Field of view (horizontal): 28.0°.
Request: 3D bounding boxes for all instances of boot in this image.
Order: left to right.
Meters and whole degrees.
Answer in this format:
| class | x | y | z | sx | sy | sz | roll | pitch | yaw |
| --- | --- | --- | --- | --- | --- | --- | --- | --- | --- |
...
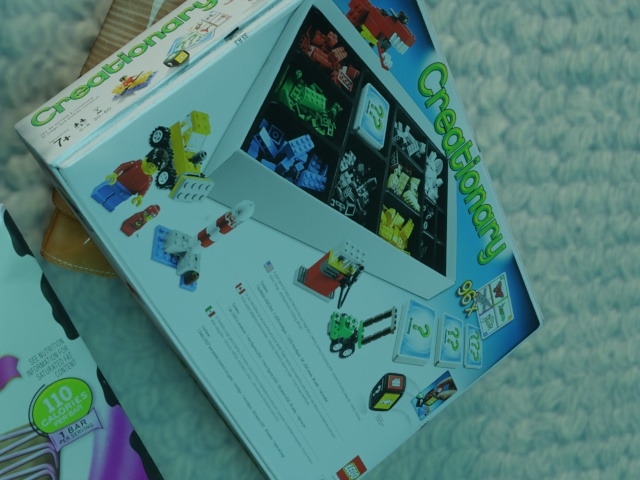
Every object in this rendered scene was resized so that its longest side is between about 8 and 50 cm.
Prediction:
| class | x | y | z | sx | sy | sz | roll | pitch | yaw |
| --- | --- | --- | --- | --- | --- | --- | --- | --- | --- |
| boot | -0.051 | -0.043 | 0.695 | 0.197 | 0.073 | 0.152 | 13 | 101 | -32 |

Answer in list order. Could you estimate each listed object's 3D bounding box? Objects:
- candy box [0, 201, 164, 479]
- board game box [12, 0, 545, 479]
| class | x | y | z | sx | sy | sz | roll | pitch | yaw |
| --- | --- | --- | --- | --- | --- | --- | --- | --- | --- |
| candy box | -0.178 | 0.110 | 0.640 | 0.159 | 0.071 | 0.233 | -34 | 116 | -18 |
| board game box | 0.000 | 0.000 | 0.675 | 0.193 | 0.053 | 0.305 | -38 | 133 | -11 |
